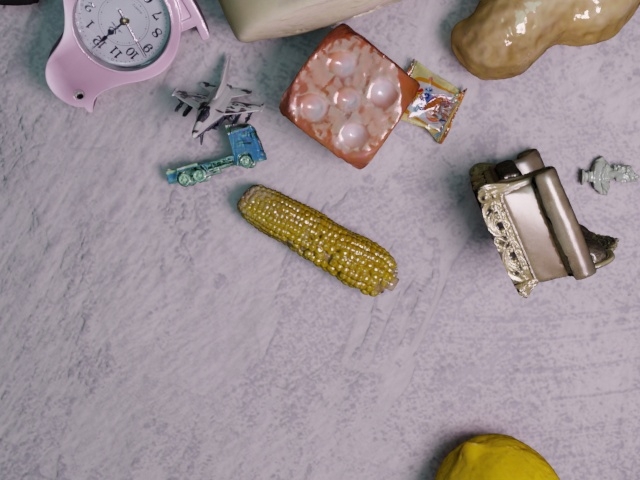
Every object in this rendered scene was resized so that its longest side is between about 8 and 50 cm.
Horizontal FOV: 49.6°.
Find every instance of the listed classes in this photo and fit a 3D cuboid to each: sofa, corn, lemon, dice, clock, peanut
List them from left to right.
[{"bbox_3d":[-0.364,-0.375,1.102,0.275,0.080,0.290,-35,120,6],"label":"clock"},{"bbox_3d":[0.000,0.000,1.220,0.319,0.097,0.097,30,97,-4],"label":"corn"},{"bbox_3d":[0.050,-0.236,1.132,0.175,0.174,0.179,34,102,-1],"label":"dice"},{"bbox_3d":[0.320,0.483,1.234,0.267,0.267,0.267,0,99,-2],"label":"lemon"},{"bbox_3d":[0.368,-0.052,1.145,0.182,0.258,0.200,-24,99,15],"label":"sofa"},{"bbox_3d":[0.394,-0.397,1.134,0.387,0.169,0.192,-29,104,6],"label":"peanut"}]

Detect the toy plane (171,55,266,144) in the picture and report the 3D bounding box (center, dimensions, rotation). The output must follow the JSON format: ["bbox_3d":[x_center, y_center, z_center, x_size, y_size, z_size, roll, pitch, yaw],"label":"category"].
[{"bbox_3d":[-0.176,-0.210,1.134,0.159,0.234,0.082,11,136,1],"label":"toy plane"}]

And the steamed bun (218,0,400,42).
[{"bbox_3d":[0.022,-0.518,1.015,0.455,0.290,0.371,-23,106,-1],"label":"steamed bun"}]

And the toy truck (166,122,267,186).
[{"bbox_3d":[-0.185,-0.148,1.205,0.175,0.067,0.081,-16,94,4],"label":"toy truck"}]

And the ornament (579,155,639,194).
[{"bbox_3d":[0.514,-0.117,1.246,0.092,0.041,0.068,-28,94,12],"label":"ornament"}]

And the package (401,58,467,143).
[{"bbox_3d":[0.188,-0.243,1.216,0.120,0.031,0.108,27,99,-5],"label":"package"}]

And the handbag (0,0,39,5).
[{"bbox_3d":[-0.586,-0.512,1.117,0.275,0.088,0.244,4,102,-6],"label":"handbag"}]
